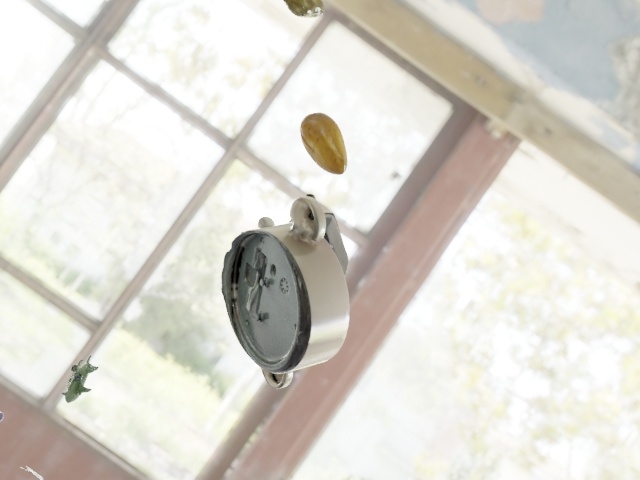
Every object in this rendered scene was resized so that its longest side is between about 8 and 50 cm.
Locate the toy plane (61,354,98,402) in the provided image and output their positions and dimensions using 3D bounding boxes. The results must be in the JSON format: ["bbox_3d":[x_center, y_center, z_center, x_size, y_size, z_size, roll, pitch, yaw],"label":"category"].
[{"bbox_3d":[-0.376,0.218,1.932,0.033,0.083,0.080,26,17,-34],"label":"toy plane"}]

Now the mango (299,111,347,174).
[{"bbox_3d":[0.006,-0.122,1.597,0.089,0.046,0.060,60,-34,14],"label":"mango"}]

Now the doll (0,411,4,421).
[{"bbox_3d":[-0.474,0.258,1.520,0.067,0.206,0.110,60,8,-28],"label":"doll"}]

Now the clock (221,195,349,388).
[{"bbox_3d":[-0.042,0.058,1.288,0.063,0.229,0.155,-11,38,-38],"label":"clock"}]

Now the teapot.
[{"bbox_3d":[0.000,0.000,2.137,0.087,0.096,0.177,-1,-51,25],"label":"teapot"}]

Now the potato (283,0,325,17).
[{"bbox_3d":[-0.027,-0.372,1.969,0.045,0.046,0.092,-3,-8,35],"label":"potato"}]

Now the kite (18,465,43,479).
[{"bbox_3d":[-0.489,0.385,2.091,0.044,0.002,0.078,29,-13,46],"label":"kite"}]
